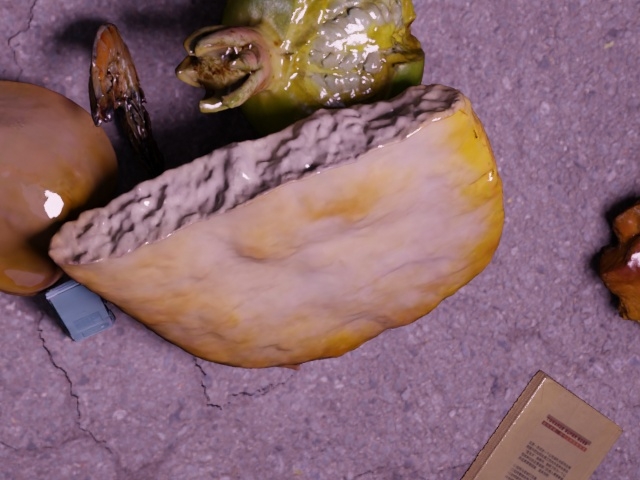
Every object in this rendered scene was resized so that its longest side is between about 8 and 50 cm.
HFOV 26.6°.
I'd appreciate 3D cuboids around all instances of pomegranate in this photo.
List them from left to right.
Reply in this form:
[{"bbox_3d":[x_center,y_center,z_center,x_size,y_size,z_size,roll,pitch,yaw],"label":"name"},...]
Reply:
[{"bbox_3d":[-0.029,-0.195,1.416,0.302,0.236,0.236,-22,114,-41],"label":"pomegranate"}]

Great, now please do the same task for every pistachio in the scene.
[{"bbox_3d":[-0.348,-0.070,1.405,0.260,0.163,0.213,24,77,-11],"label":"pistachio"}]

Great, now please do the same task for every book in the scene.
[{"bbox_3d":[0.281,0.305,1.801,0.161,0.026,0.231,35,92,-25],"label":"book"}]

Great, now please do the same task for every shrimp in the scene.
[{"bbox_3d":[-0.210,-0.131,1.441,0.035,0.148,0.195,-13,113,6],"label":"shrimp"}]

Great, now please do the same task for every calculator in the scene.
[{"bbox_3d":[-0.260,0.074,1.481,0.057,0.172,0.018,-28,73,-9],"label":"calculator"}]

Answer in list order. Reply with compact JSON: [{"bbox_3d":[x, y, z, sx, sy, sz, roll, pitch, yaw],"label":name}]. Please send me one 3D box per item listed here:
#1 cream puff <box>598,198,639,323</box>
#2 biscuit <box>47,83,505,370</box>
[{"bbox_3d":[0.484,0.039,1.727,0.241,0.155,0.269,-36,112,-8],"label":"cream puff"},{"bbox_3d":[0.000,-0.001,1.462,0.429,0.104,0.446,-27,149,10],"label":"biscuit"}]
